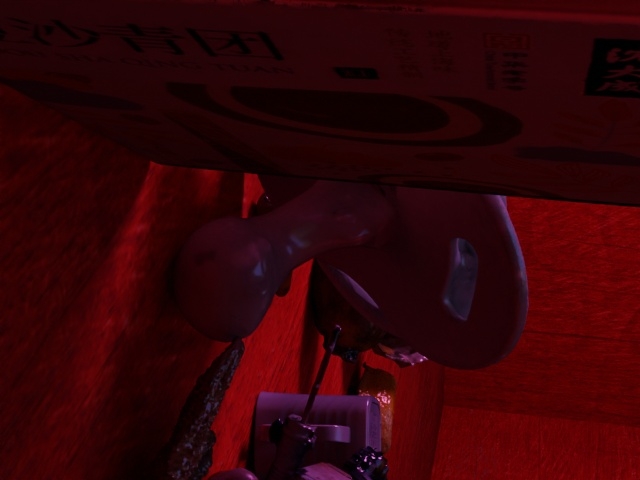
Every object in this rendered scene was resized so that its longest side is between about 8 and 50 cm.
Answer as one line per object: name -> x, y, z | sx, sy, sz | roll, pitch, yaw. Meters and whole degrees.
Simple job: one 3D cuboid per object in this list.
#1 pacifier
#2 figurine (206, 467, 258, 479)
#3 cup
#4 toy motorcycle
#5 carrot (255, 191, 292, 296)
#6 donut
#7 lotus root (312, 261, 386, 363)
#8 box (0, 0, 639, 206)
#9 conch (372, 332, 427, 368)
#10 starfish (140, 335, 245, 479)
pacifier -> 0.000, 0.000, 0.852 | 0.269, 0.343, 0.288 | -29, 141, -24
figurine -> -0.079, 0.240, 0.904 | 0.067, 0.071, 0.083 | 7, 77, -37
cup -> -0.008, 0.207, 1.106 | 0.128, 0.129, 0.095 | 48, 41, -71
toy motorcycle -> -0.010, 0.281, 0.982 | 0.207, 0.134, 0.401 | -1, 116, -61
carrot -> -0.044, 0.009, 1.076 | 0.165, 0.036, 0.035 | 85, 14, -49
donut -> 0.090, 0.284, 1.756 | 0.181, 0.078, 0.146 | -18, 115, -79
lotus root -> 0.048, 0.056, 1.357 | 0.120, 0.120, 0.209 | 51, 45, -74
box -> 0.018, -0.115, 0.534 | 0.385, 0.345, 0.122 | 29, 67, -78
conch -> 0.125, 0.107, 1.677 | 0.245, 0.163, 0.178 | 25, 50, -47
starfish -> -0.108, 0.180, 0.750 | 0.227, 0.043, 0.240 | 104, 10, -81
